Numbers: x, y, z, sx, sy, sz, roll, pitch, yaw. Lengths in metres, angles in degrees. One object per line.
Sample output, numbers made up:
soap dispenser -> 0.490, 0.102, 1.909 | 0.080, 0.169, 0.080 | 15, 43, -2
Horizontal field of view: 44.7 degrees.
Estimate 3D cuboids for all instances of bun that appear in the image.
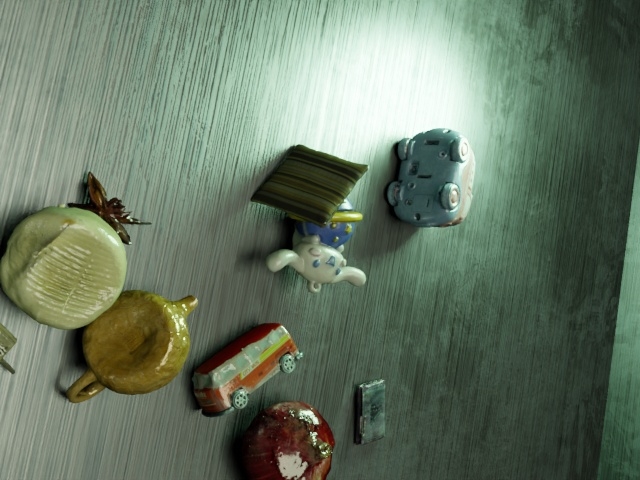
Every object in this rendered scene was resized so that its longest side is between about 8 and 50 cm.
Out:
bun -> -0.476, 0.042, 1.430 | 0.229, 0.145, 0.229 | -15, 116, -34

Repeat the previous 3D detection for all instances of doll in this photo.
doll -> -0.028, -0.005, 1.882 | 0.311, 0.159, 0.243 | -6, 111, -45

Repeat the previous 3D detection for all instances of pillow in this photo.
pillow -> -0.023, -0.134, 1.844 | 0.212, 0.208, 0.052 | -54, 149, -28

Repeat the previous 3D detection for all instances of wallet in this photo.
wallet -> 0.138, 0.472, 2.139 | 0.111, 0.030, 0.166 | -2, 95, -49

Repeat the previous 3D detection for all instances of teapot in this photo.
teapot -> -0.369, 0.217, 1.553 | 0.311, 0.203, 0.167 | -43, 165, -11

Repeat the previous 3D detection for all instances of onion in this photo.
onion -> -0.061, 0.498, 1.816 | 0.252, 0.219, 0.252 | 11, 75, -46

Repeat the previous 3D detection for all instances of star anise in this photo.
star anise -> -0.425, -0.041, 1.559 | 0.140, 0.144, 0.158 | 9, 74, 0

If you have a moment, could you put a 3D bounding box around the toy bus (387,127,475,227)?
toy bus -> 0.339, -0.162, 2.208 | 0.231, 0.197, 0.294 | 28, 70, -52

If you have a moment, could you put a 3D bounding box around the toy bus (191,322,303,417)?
toy bus -> -0.174, 0.289, 1.772 | 0.265, 0.121, 0.120 | -33, 105, -38

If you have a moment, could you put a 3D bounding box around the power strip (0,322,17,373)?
power strip -> -0.629, 0.148, 1.370 | 0.092, 0.034, 0.268 | -52, 125, -30
